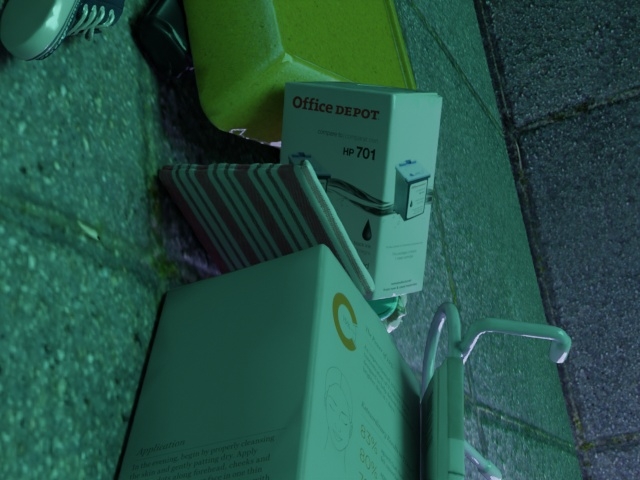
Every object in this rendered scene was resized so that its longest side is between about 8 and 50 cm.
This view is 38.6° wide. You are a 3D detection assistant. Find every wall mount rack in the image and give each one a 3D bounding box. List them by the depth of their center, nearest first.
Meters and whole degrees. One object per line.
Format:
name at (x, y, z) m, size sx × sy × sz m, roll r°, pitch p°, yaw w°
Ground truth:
wall mount rack at (0.151, 0.244, 0.849) m, size 0.304 × 0.131 × 0.350 m, roll 101°, pitch -3°, yaw -51°

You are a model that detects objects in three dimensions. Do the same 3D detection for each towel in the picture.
towel at (-0.051, -0.015, 0.843) m, size 0.029 × 0.197 × 0.144 m, roll -52°, pitch 128°, yaw -33°

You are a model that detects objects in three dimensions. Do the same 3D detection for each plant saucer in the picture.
plant saucer at (-0.006, -0.249, 1.030) m, size 0.333 × 0.081 × 0.332 m, roll 13°, pitch 57°, yaw -46°

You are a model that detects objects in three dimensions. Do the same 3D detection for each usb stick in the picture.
usb stick at (-0.137, -0.267, 1.010) m, size 0.077 × 0.045 × 0.278 m, roll 52°, pitch 29°, yaw -26°

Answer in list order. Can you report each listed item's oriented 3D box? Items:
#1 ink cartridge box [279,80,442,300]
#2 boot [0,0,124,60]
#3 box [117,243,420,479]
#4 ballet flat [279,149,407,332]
ink cartridge box at (0.032, -0.053, 0.881) m, size 0.082 × 0.140 × 0.190 m, roll -10°, pitch 108°, yaw -46°
boot at (-0.202, -0.195, 0.758) m, size 0.086 × 0.069 × 0.190 m, roll 49°, pitch 30°, yaw -42°
box at (-0.034, 0.211, 0.738) m, size 0.215 × 0.168 × 0.345 m, roll 56°, pitch 27°, yaw -37°
ballet flat at (0.019, -0.057, 1.171) m, size 0.147 × 0.147 × 0.408 m, roll 32°, pitch 49°, yaw -60°
